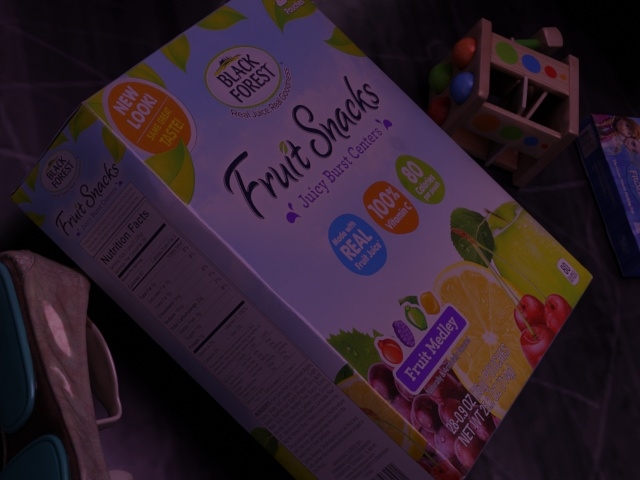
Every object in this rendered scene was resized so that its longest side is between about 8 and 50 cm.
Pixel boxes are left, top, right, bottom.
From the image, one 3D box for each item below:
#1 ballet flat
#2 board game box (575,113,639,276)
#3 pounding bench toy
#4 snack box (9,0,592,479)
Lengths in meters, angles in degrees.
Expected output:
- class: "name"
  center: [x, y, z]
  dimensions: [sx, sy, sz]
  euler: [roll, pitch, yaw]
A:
- class: "ballet flat"
  center: [-0.095, 0.077, 0.649]
  dimensions: [0.052, 0.057, 0.168]
  euler: [11, 56, -38]
- class: "board game box"
  center: [0.187, -0.023, 0.913]
  dimensions: [0.090, 0.020, 0.090]
  euler: [2, 60, -33]
- class: "pounding bench toy"
  center: [0.090, -0.083, 0.869]
  dimensions: [0.065, 0.052, 0.083]
  euler: [21, 52, -19]
- class: "snack box"
  center: [0.000, 0.000, 0.730]
  dimensions: [0.207, 0.070, 0.174]
  euler: [43, 36, 0]
